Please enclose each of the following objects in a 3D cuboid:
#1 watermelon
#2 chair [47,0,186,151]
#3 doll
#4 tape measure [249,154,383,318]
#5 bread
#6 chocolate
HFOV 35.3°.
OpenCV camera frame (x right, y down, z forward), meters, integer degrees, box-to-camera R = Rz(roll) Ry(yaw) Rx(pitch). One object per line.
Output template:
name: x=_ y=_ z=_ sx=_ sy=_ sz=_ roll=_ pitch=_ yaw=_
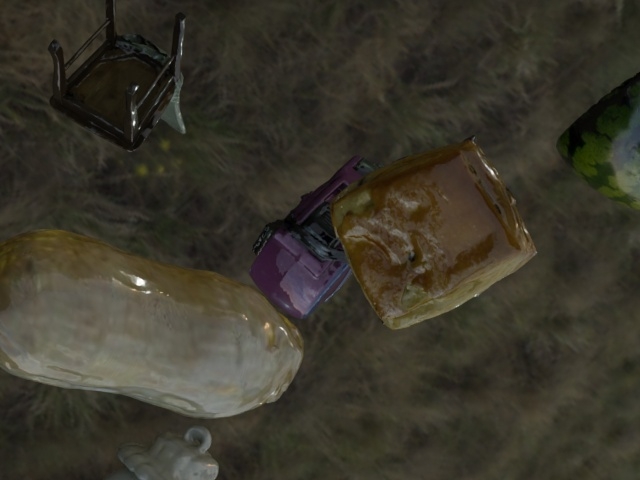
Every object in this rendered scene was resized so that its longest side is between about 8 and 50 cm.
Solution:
watermelon: x=0.358 y=-0.134 z=1.176 sx=0.128 sy=0.159 sz=0.303 roll=13 pitch=153 yaw=-14
chair: x=-0.308 y=-0.232 z=1.569 sx=0.186 sy=0.160 sz=0.319 roll=-60 pitch=176 yaw=-28
doll: x=-0.189 y=0.295 z=0.925 sx=0.293 sy=0.138 sz=0.119 roll=-57 pitch=150 yaw=-6
tape measure: x=0.000 y=0.000 z=1.605 sx=0.245 sy=0.149 sz=0.231 roll=-44 pitch=175 yaw=-45
bread: x=0.141 y=-0.010 z=1.316 sx=0.235 sy=0.210 sz=0.099 roll=-27 pitch=179 yaw=20
chocolate: x=-0.152 y=0.077 z=0.858 sx=0.309 sy=0.134 sz=0.134 roll=16 pitch=117 yaw=-35
